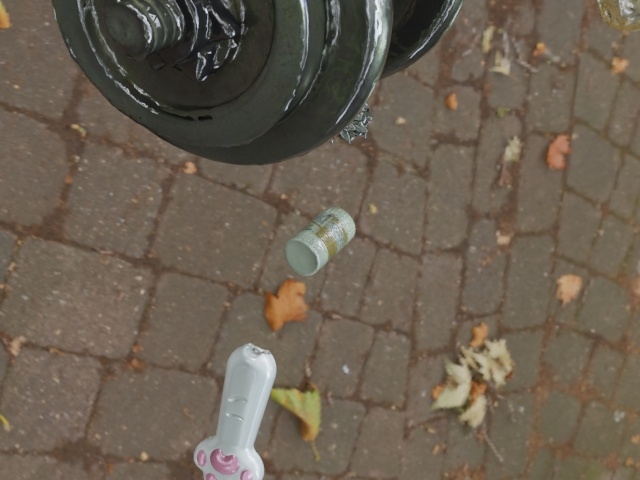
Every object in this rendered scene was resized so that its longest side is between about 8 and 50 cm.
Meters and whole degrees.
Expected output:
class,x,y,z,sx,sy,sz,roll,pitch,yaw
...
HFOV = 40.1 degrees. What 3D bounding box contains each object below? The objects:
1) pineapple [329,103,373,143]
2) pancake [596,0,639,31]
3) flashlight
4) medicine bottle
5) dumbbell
class,x,y,z,sx,sy,sz,roll,pitch,yaw
pineapple,-0.039,-0.222,1.163,0.278,0.157,0.158,26,84,-38
pancake,0.333,-0.263,0.839,0.025,0.151,0.152,26,84,-49
flashlight,-0.101,0.223,1.087,0.047,0.093,0.201,-30,137,-68
medicine bottle,0.000,0.000,0.971,0.083,0.047,0.047,-42,127,-46
dumbbell,-0.023,-0.158,0.502,0.290,0.192,0.192,-46,131,-52
